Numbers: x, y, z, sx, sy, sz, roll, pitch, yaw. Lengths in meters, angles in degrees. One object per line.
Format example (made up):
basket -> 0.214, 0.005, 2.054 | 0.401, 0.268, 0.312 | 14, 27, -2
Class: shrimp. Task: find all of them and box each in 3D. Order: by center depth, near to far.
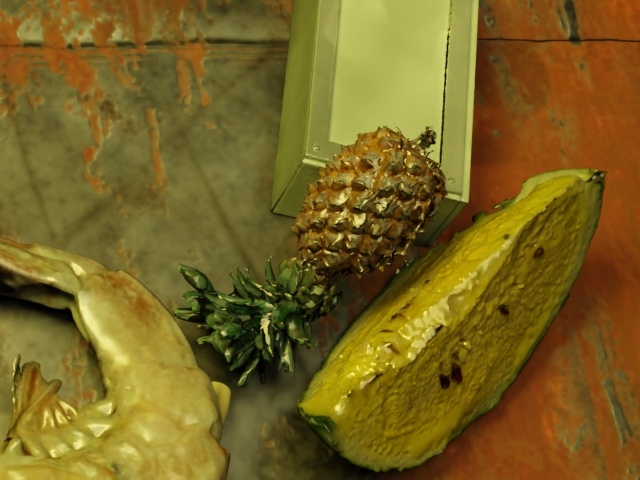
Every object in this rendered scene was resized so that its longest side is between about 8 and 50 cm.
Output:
shrimp -> -0.225, 0.089, 1.154 | 0.360, 0.085, 0.247 | 25, 54, -1

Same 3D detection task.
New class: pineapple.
pineapple -> 0.000, 0.001, 1.225 | 0.221, 0.083, 0.103 | -45, 127, 3

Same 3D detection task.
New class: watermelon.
watermelon -> 0.094, 0.058, 1.255 | 0.123, 0.129, 0.301 | 44, 64, 8

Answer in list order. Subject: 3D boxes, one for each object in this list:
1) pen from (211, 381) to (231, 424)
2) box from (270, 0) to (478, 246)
pen -> -0.115, 0.190, 1.176 | 0.040, 0.032, 0.233 | 15, 56, 15
box -> 0.045, -0.124, 1.354 | 0.129, 0.086, 0.225 | 12, 61, -14
